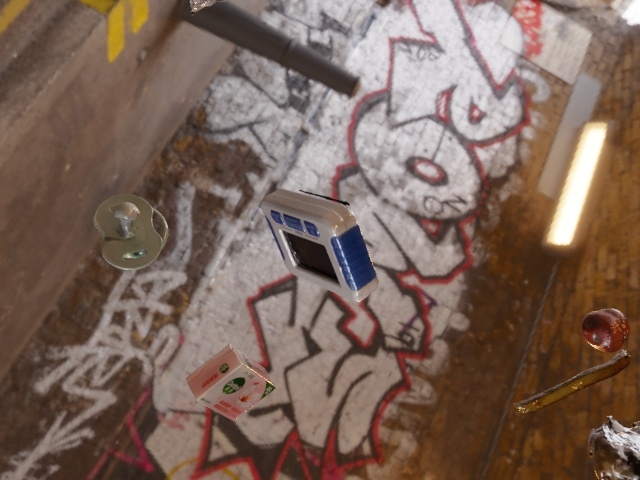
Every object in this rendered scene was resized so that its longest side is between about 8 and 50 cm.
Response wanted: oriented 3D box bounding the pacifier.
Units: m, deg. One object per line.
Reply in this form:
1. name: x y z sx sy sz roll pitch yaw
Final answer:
1. pacifier: -0.328 -0.028 1.249 0.117 0.126 0.150 116 -37 -58

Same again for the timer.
1. timer: 0.000 0.000 1.298 0.078 0.178 0.253 -34 -152 -23

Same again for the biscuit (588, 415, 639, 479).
1. biscuit: 0.530 0.340 0.967 0.289 0.333 0.081 -11 115 -64

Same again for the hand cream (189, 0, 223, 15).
1. hand cream: -0.141 -0.338 0.955 0.084 0.050 0.257 -33 -162 -1

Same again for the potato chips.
1. potato chips: 0.390 0.216 1.093 0.203 0.026 0.037 -24 -173 -8

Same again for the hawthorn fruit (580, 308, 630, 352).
1. hawthorn fruit: 0.557 0.174 1.409 0.093 0.093 0.093 -60 -177 6

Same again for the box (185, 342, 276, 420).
1. box: -0.134 0.217 1.085 0.089 0.043 0.125 -38 145 1
